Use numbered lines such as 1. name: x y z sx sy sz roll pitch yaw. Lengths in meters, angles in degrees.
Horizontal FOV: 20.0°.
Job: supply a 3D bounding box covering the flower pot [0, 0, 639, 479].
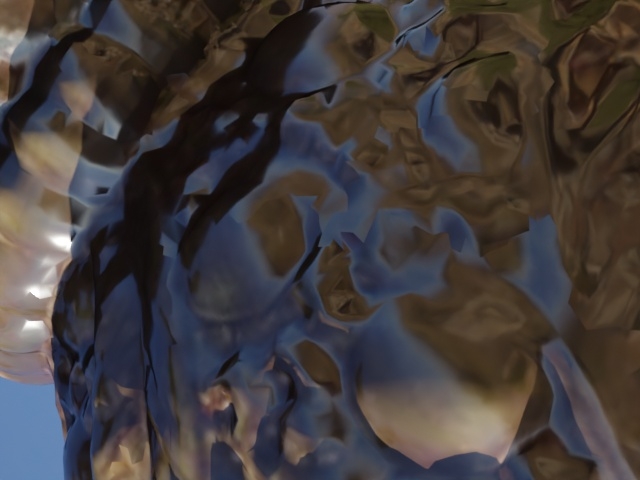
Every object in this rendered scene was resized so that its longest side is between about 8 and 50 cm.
1. flower pot: 0.000 0.000 0.505 0.267 0.266 0.266 36 -168 10
